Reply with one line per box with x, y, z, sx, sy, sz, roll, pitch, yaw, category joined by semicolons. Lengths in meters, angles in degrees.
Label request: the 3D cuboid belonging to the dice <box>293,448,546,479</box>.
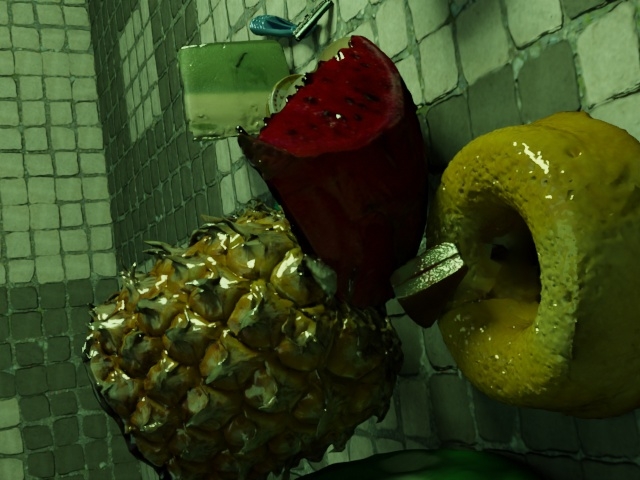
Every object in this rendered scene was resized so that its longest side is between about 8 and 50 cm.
0.096;0.395;0.820;0.300;0.297;0.286;-5;92;62;dice

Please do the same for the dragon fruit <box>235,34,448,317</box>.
0.066;-0.070;0.850;0.100;0.343;0.282;-10;118;28;dragon fruit

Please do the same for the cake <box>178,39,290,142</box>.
-0.120;-0.256;1.376;0.283;0.172;0.157;-45;-51;-81;cake

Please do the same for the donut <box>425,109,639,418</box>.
0.204;0.028;0.754;0.303;0.110;0.302;16;108;62;donut

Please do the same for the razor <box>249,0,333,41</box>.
-0.058;-0.346;1.267;0.082;0.042;0.253;-51;30;-7;razor

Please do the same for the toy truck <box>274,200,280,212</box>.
0.000;0.000;1.131;0.114;0.124;0.253;-145;57;-59;toy truck

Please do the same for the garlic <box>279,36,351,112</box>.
0.020;-0.196;1.075;0.124;0.099;0.174;46;111;20;garlic

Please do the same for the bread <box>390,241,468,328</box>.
0.099;0.048;0.786;0.109;0.062;0.043;110;151;-43;bread

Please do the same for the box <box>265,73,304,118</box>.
-0.029;-0.194;1.166;0.037;0.106;0.105;140;121;-65;box

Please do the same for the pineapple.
-0.078;0.112;0.940;0.300;0.352;0.352;-35;55;14;pineapple
